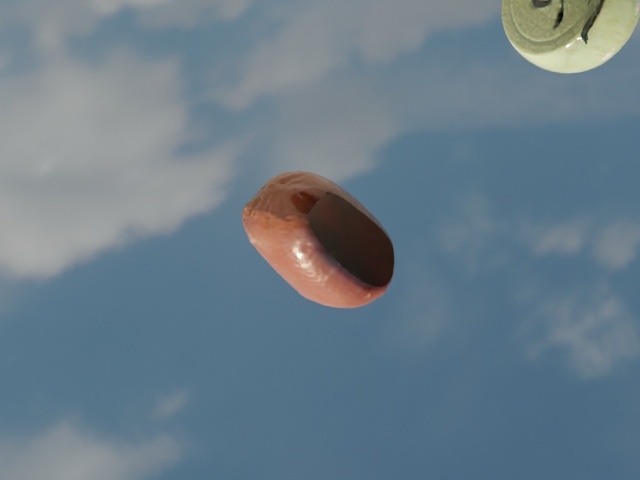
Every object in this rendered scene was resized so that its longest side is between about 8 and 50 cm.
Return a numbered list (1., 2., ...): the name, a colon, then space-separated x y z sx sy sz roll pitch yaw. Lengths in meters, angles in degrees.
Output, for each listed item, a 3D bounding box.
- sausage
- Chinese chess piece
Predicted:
1. sausage: 0.000 0.000 0.924 0.054 0.094 0.059 -5 -126 44
2. Chinese chess piece: 0.134 -0.131 0.910 0.034 0.084 0.084 16 -170 -38
